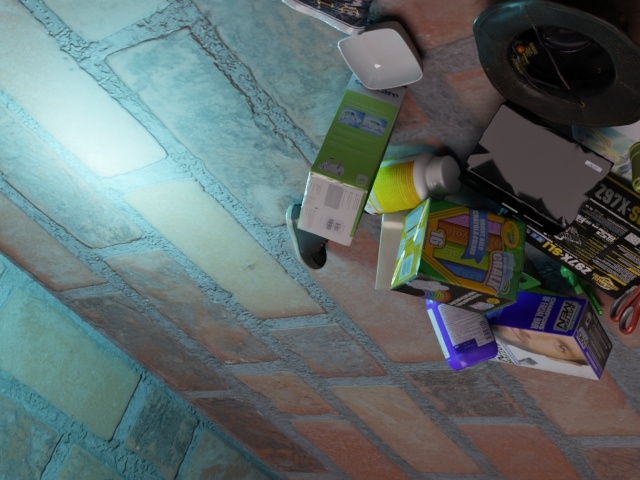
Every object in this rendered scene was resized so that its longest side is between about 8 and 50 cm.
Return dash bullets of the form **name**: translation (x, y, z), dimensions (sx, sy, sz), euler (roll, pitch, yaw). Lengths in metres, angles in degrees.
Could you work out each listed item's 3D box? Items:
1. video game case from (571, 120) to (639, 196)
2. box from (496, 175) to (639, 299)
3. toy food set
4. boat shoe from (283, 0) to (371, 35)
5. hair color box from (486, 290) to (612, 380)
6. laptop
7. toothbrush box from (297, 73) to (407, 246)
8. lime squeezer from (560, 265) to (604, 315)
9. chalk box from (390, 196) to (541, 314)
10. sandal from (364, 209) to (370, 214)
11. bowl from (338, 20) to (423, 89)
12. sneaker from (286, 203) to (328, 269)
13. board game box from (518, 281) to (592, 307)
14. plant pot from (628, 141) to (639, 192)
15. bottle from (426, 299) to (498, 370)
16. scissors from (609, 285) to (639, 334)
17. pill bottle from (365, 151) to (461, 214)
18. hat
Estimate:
- **video game case**: translation (0.640, -0.166, 1.791), dimensions (0.300, 0.036, 0.329), euler (5, 144, 25)
- **box**: translation (0.553, -0.030, 1.928), dimensions (0.322, 0.079, 0.257), euler (33, 155, 2)
- **toy food set**: translation (0.250, 0.022, 2.236), dimensions (0.220, 0.092, 0.306), euler (7, 139, 5)
- **boat shoe**: translation (0.011, -0.453, 1.725), dimensions (0.183, 0.065, 0.083), euler (28, 122, 12)
- **hair color box**: translation (0.475, 0.208, 2.163), dimensions (0.339, 0.110, 0.185), euler (4, 145, 41)
- **laptop**: translation (0.408, -0.132, 1.826), dimensions (0.234, 0.136, 0.264), euler (32, 179, 7)
- **toothbrush box**: translation (0.063, -0.166, 1.895), dimensions (0.122, 0.283, 0.206), euler (19, 147, 2)
- **lime squeezer**: translation (0.602, 0.095, 2.144), dimensions (0.110, 0.059, 0.310), euler (53, -170, 26)
- **chalk box**: translation (0.322, 0.043, 1.988), dimensions (0.289, 0.179, 0.180), euler (15, 164, -11)
- **sandal**: translation (0.158, -0.099, 2.172), dimensions (0.179, 0.040, 0.067), euler (-8, 145, 16)
- **bowl**: translation (0.120, -0.360, 1.793), dimensions (0.142, 0.053, 0.142), euler (-6, 138, 35)
- **sneaker**: translation (0.000, 0.000, 2.357), dimensions (0.118, 0.083, 0.222), euler (4, 142, 25)
- **board game box**: translation (0.561, 0.173, 2.277), dimensions (0.181, 0.092, 0.043), euler (17, 146, 8)
- **plant pot**: translation (0.615, -0.130, 1.751), dimensions (0.083, 0.079, 0.083), euler (14, 146, 10)
- **bottle**: translation (0.298, 0.144, 2.100), dimensions (0.118, 0.282, 0.092), euler (-18, 170, -17)
- **scissors**: translation (0.740, 0.090, 2.102), dimensions (0.021, 0.109, 0.297), euler (16, 125, -12)
- **pill bottle**: translation (0.192, -0.126, 2.032), dimensions (0.215, 0.117, 0.117), euler (-9, 137, 39)
- **hat**: translation (0.430, -0.330, 1.587), dimensions (0.331, 0.134, 0.331), euler (31, 159, 13)
